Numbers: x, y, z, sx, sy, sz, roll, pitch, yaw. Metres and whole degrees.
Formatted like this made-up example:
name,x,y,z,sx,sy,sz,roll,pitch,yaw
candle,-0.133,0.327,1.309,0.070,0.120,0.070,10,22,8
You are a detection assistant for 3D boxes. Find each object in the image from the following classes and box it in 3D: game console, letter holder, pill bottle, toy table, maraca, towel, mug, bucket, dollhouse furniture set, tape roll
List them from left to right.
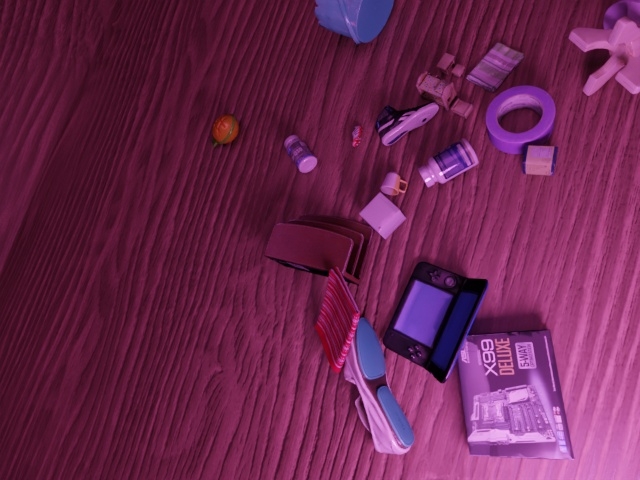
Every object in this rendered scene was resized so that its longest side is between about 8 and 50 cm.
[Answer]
name,x,y,z,sx,sy,sz,roll,pitch,yaw
maraca,-0.406,-0.458,1.821,0.185,0.099,0.127,-13,62,49
pill bottle,-0.077,-0.326,1.632,0.078,0.078,0.137,-39,62,10
letter holder,0.000,0.000,1.461,0.301,0.152,0.215,12,79,28
towel,0.045,0.242,1.313,0.199,0.031,0.275,-117,30,-45
bucket,0.130,-0.871,1.586,0.183,0.281,0.281,35,92,21
mug,0.244,-0.190,1.460,0.062,0.078,0.064,-9,58,57
game console,0.311,0.212,1.229,0.250,0.173,0.293,23,85,33
pill bottle,0.397,-0.238,1.371,0.169,0.094,0.094,-30,65,15
dollhouse furniture set,0.437,-0.522,1.425,0.182,0.101,0.161,37,95,29
towel,0.570,-0.569,1.425,0.152,0.023,0.113,-49,62,5
tape roll,0.601,-0.363,1.318,0.188,0.080,0.189,-7,72,23
toy table,0.827,-0.517,1.177,0.160,0.252,0.274,-29,53,-2

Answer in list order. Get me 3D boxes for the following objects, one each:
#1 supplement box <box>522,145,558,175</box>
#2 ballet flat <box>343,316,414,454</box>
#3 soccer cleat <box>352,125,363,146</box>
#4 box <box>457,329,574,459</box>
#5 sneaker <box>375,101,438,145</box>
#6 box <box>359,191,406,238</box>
name,x,y,z,sx,sy,sz,roll,pitch,yaw
supplement box,0.634,-0.231,1.261,0.083,0.083,0.056,9,80,28
ballet flat,0.139,0.430,1.293,0.139,0.139,0.400,-28,66,16
soccer cleat,0.128,-0.377,1.579,0.035,0.029,0.083,9,76,36
box,0.499,0.398,1.147,0.242,0.076,0.308,-9,72,24
sneaker,0.281,-0.433,1.490,0.216,0.079,0.121,-31,66,16
box,0.202,-0.080,1.421,0.102,0.087,0.101,-46,62,7
